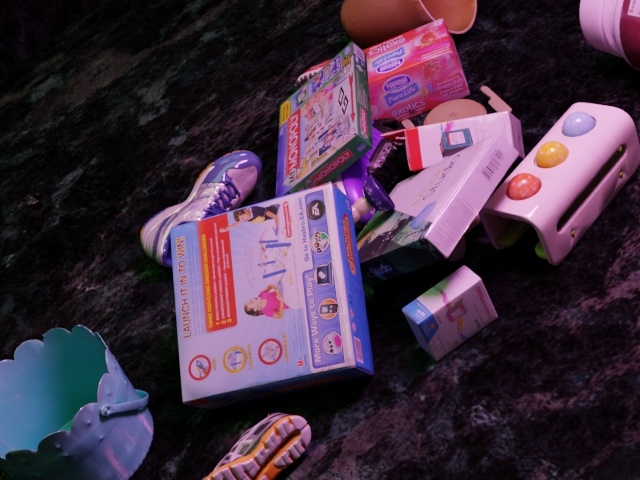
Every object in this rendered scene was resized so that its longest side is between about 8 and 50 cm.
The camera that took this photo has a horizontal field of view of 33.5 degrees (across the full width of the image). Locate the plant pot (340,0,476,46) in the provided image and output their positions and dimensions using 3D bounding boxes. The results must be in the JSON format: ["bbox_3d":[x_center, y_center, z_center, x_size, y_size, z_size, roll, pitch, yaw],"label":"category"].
[{"bbox_3d":[0.176,-0.531,2.364,0.254,0.237,0.237,-16,34,42],"label":"plant pot"}]

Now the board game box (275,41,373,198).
[{"bbox_3d":[0.005,-0.220,2.028,0.213,0.046,0.317,-37,32,27],"label":"board game box"}]

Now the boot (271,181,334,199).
[{"bbox_3d":[-0.037,-0.014,1.982,0.161,0.083,0.246,-26,33,27],"label":"boot"}]

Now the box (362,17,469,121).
[{"bbox_3d":[0.161,-0.331,2.174,0.257,0.122,0.128,-20,42,13],"label":"box"}]

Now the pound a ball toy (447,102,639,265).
[{"bbox_3d":[0.346,-0.096,1.742,0.319,0.135,0.208,-45,38,-23],"label":"pound a ball toy"}]

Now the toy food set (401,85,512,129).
[{"bbox_3d":[0.261,-0.224,2.038,0.192,0.038,0.132,-23,37,-4],"label":"toy food set"}]

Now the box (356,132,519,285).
[{"bbox_3d":[0.162,-0.039,1.739,0.232,0.058,0.322,-52,11,-26],"label":"box"}]

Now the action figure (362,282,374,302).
[{"bbox_3d":[-0.016,0.117,1.791,0.232,0.063,0.137,-19,34,21],"label":"action figure"}]

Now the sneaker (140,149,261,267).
[{"bbox_3d":[-0.219,-0.053,2.116,0.296,0.112,0.131,-44,34,-2],"label":"sneaker"}]

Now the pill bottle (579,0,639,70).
[{"bbox_3d":[0.647,-0.378,1.809,0.224,0.224,0.392,-39,36,-14],"label":"pill bottle"}]

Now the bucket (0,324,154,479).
[{"bbox_3d":[-0.420,0.295,1.748,0.281,0.183,0.281,-18,36,14],"label":"bucket"}]

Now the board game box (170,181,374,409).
[{"bbox_3d":[-0.085,0.095,1.724,0.302,0.086,0.308,-14,69,20],"label":"board game box"}]

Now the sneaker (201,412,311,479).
[{"bbox_3d":[-0.111,0.336,1.579,0.215,0.084,0.083,-37,22,-17],"label":"sneaker"}]

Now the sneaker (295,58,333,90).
[{"bbox_3d":[0.076,-0.375,2.321,0.279,0.107,0.118,-7,31,25],"label":"sneaker"}]

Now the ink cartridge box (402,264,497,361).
[{"bbox_3d":[0.199,0.111,1.624,0.122,0.088,0.052,-36,35,-9],"label":"ink cartridge box"}]

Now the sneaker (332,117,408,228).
[{"bbox_3d":[0.108,-0.146,2.003,0.146,0.102,0.293,-16,37,17],"label":"sneaker"}]

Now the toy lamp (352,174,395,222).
[{"bbox_3d":[0.000,0.000,1.810,0.275,0.080,0.080,-36,34,10],"label":"toy lamp"}]

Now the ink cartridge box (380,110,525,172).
[{"bbox_3d":[0.235,-0.166,1.885,0.231,0.078,0.134,-8,-4,19],"label":"ink cartridge box"}]
